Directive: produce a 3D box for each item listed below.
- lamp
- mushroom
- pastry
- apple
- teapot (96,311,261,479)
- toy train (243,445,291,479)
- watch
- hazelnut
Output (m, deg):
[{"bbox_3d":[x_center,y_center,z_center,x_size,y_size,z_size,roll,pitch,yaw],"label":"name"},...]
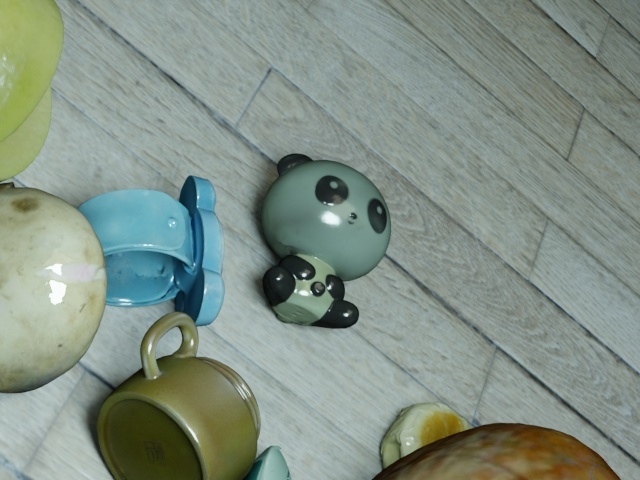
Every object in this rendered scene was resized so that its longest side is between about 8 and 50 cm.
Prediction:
[{"bbox_3d":[0.000,0.000,1.917,0.197,0.197,0.244,29,57,-22],"label":"lamp"},{"bbox_3d":[-0.365,0.051,1.568,0.184,0.255,0.255,37,33,-66],"label":"mushroom"},{"bbox_3d":[0.159,0.313,1.908,0.165,0.088,0.166,18,57,-29],"label":"pastry"},{"bbox_3d":[-0.444,-0.203,1.604,0.292,0.292,0.254,21,59,-28],"label":"apple"},{"bbox_3d":[-0.157,0.212,1.633,0.175,0.185,0.268,-37,122,-49],"label":"teapot"},{"bbox_3d":[-0.064,0.450,1.643,0.088,0.086,0.407,6,59,-30],"label":"toy train"},{"bbox_3d":[-0.231,0.020,1.726,0.193,0.211,0.211,5,60,-20],"label":"watch"},{"bbox_3d":[0.198,0.408,1.640,0.359,0.409,0.359,38,32,-30],"label":"hazelnut"}]
